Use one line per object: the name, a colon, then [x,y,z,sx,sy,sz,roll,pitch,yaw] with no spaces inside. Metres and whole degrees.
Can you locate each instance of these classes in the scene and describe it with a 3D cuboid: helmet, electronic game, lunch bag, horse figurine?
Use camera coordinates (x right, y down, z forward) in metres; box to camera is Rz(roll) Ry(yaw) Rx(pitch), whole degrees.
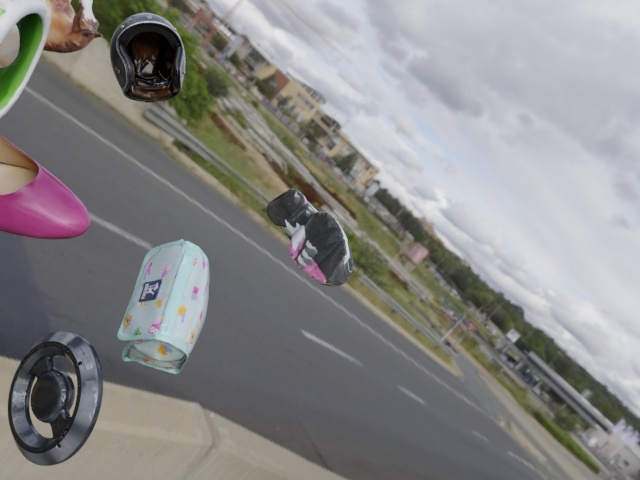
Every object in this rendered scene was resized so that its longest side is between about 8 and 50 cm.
helmet: [-0.365,-0.391,1.256,0.169,0.170,0.161,15,67,-79]
electronic game: [-0.467,0.273,1.039,0.229,0.229,0.048,46,11,31]
lunch bag: [-0.319,0.141,1.250,0.160,0.223,0.262,17,-27,-9]
horse figurine: [-0.398,-0.288,0.757,0.066,0.263,0.174,34,43,-76]

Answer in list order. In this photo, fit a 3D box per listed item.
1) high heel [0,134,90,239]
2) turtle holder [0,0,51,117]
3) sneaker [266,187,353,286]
high heel: [-0.490,-0.139,0.823,0.377,0.181,0.127,27,45,-8]
turtle holder: [-0.371,-0.250,0.546,0.227,0.320,0.243,31,-9,-11]
sneaker: [0.000,0.000,0.754,0.077,0.072,0.178,44,9,-41]
